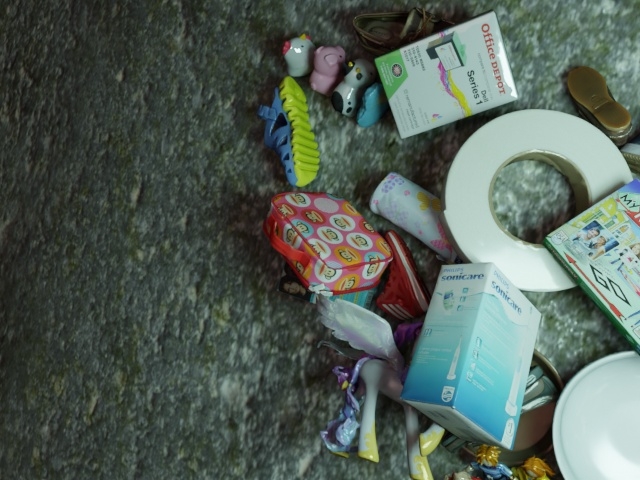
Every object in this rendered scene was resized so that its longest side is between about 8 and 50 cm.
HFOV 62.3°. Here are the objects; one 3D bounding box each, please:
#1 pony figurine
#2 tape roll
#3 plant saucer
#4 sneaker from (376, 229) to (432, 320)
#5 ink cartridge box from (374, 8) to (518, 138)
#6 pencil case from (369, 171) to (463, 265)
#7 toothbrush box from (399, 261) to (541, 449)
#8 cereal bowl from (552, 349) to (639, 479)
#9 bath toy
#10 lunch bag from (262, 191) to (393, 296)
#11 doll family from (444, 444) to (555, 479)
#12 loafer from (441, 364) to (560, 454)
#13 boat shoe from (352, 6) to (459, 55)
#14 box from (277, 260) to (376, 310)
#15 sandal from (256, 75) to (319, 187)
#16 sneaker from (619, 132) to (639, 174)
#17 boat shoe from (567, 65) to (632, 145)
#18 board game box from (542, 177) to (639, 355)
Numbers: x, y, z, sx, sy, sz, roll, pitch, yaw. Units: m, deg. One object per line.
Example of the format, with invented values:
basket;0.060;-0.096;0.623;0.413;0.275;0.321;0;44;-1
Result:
pony figurine;0.134;0.297;1.164;0.351;0.302;0.363;13;63;12
tape roll;0.450;-0.083;1.118;0.393;0.072;0.391;0;83;3
plant saucer;0.398;0.352;1.173;0.278;0.041;0.277;-4;81;25
sneaker;0.173;0.092;1.287;0.128;0.087;0.221;-28;71;18
ink cartridge box;0.295;-0.384;1.235;0.278;0.117;0.201;-16;108;22
pencil case;0.247;-0.050;1.258;0.273;0.124;0.113;38;56;23
toothbrush box;0.305;0.221;1.041;0.126;0.216;0.295;-7;52;49
cereal bowl;0.623;0.376;1.009;0.339;0.141;0.338;-4;81;24
bath toy;0.027;-0.447;1.404;0.348;0.129;0.151;41;101;24
lunch bag;0.000;0.000;1.259;0.293;0.258;0.120;50;131;35
doll family;0.389;0.497;1.093;0.263;0.118;0.163;-3;125;35
loafer;0.376;0.374;1.110;0.267;0.096;0.084;-43;74;11
boat shoe;0.236;-0.511;1.318;0.342;0.123;0.123;23;93;26
box;0.015;0.119;1.369;0.245;0.060;0.100;16;90;25
sandal;-0.093;-0.283;1.449;0.138;0.126;0.317;-21;67;25
sneaker;0.719;-0.176;1.003;0.153;0.099;0.282;-47;26;6
boat shoe;0.599;-0.290;1.147;0.073;0.073;0.206;-23;54;18
board game box;0.608;0.063;0.986;0.214;0.046;0.317;-34;66;2
